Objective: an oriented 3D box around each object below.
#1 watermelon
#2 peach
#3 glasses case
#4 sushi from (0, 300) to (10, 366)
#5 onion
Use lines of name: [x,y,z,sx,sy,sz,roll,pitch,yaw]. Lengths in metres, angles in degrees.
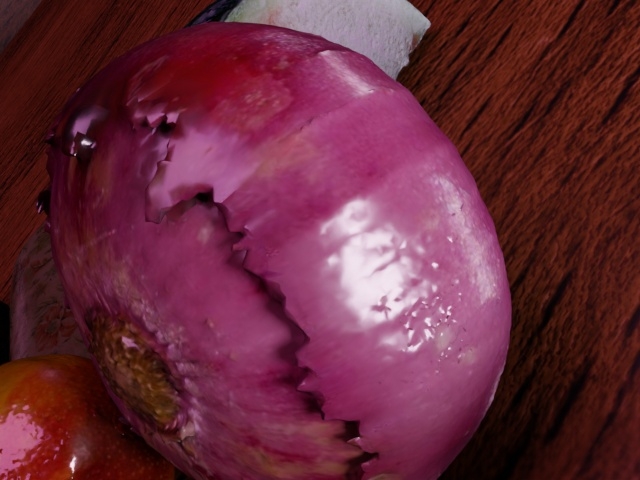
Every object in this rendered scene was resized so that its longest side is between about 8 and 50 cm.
watermelon: [-0.050,-0.154,0.841,0.289,0.213,0.320,-24,-1,38]
peach: [-0.247,0.215,0.703,0.231,0.231,0.231,-28,42,29]
glasses case: [-0.329,0.099,0.993,0.156,0.098,0.425,-42,36,8]
sushi: [-0.560,0.131,1.121,0.227,0.212,0.215,36,94,13]
onion: [-0.021,0.011,0.550,0.345,0.358,0.358,-38,34,-11]
